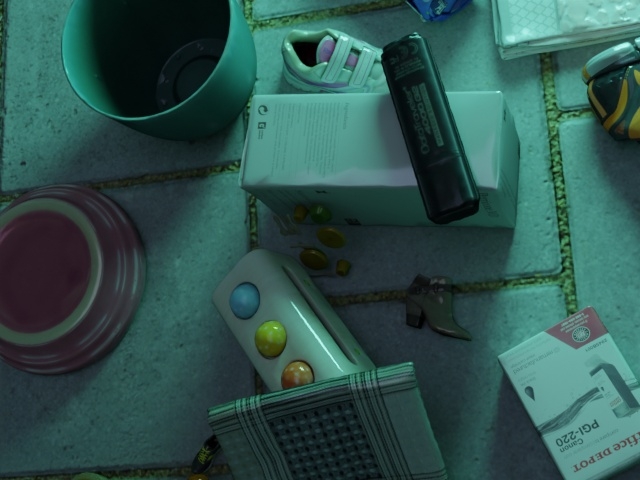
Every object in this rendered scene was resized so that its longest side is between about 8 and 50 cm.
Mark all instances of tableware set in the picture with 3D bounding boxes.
[{"bbox_3d":[0.000,0.000,1.673,0.104,0.154,0.024,-4,46,31],"label":"tableware set"}]

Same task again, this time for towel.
[{"bbox_3d":[0.026,0.345,1.524,0.312,0.056,0.324,-14,111,11],"label":"towel"},{"bbox_3d":[0.417,-0.469,1.710,0.317,0.053,0.332,-9,75,15],"label":"towel"}]

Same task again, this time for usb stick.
[{"bbox_3d":[0.149,-0.155,1.489,0.077,0.045,0.278,-22,70,19],"label":"usb stick"}]

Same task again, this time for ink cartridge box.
[{"bbox_3d":[0.371,0.226,1.524,0.158,0.092,0.218,-30,71,8],"label":"ink cartridge box"}]

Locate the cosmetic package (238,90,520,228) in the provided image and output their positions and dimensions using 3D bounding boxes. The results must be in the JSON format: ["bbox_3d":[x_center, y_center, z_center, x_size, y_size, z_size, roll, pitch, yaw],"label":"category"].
[{"bbox_3d":[0.099,-0.118,1.634,0.385,0.217,0.156,3,77,20],"label":"cosmetic package"}]

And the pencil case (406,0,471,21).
[{"bbox_3d":[0.130,-0.478,1.766,0.306,0.119,0.133,46,113,21],"label":"pencil case"}]

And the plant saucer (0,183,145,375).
[{"bbox_3d":[-0.462,0.059,1.828,0.332,0.084,0.332,-4,76,16],"label":"plant saucer"}]

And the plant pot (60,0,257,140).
[{"bbox_3d":[-0.237,-0.297,1.771,0.293,0.235,0.293,-4,76,17],"label":"plant pot"}]

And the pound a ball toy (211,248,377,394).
[{"bbox_3d":[-0.059,0.195,1.618,0.208,0.135,0.319,-48,57,19],"label":"pound a ball toy"}]

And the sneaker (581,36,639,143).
[{"bbox_3d":[0.560,-0.235,1.580,0.321,0.124,0.180,-25,74,22],"label":"sneaker"}]

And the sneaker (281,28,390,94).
[{"bbox_3d":[0.040,-0.279,1.746,0.252,0.111,0.103,12,80,20],"label":"sneaker"}]

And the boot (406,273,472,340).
[{"bbox_3d":[0.184,0.098,1.643,0.118,0.042,0.087,15,79,20],"label":"boot"}]

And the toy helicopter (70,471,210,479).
[{"bbox_3d":[-0.250,0.438,1.647,0.355,0.140,0.235,22,86,29],"label":"toy helicopter"}]

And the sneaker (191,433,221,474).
[{"bbox_3d":[-0.179,0.331,1.699,0.031,0.035,0.083,36,89,23],"label":"sneaker"}]
